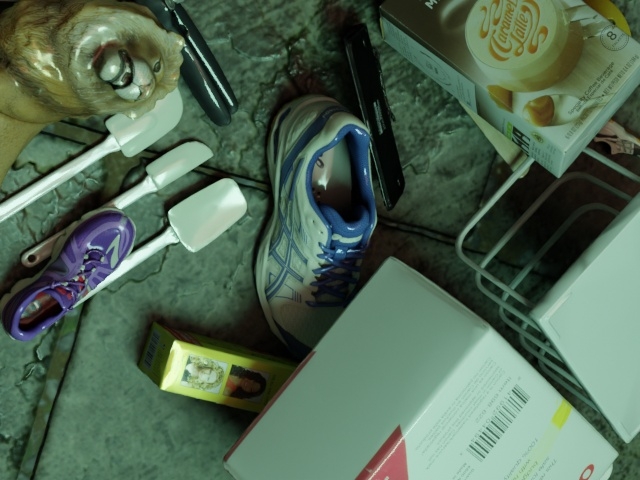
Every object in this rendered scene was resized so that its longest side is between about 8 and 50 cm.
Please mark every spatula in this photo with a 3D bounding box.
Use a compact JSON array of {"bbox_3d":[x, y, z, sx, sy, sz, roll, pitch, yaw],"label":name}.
[{"bbox_3d":[-0.209,-0.032,1.543,0.242,0.019,0.168,-34,114,-12],"label":"spatula"}]

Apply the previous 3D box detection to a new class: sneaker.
[{"bbox_3d":[0.000,0.000,1.576,0.111,0.131,0.297,-10,107,-22],"label":"sneaker"},{"bbox_3d":[0.350,-0.113,1.751,0.083,0.032,0.037,31,103,-21],"label":"sneaker"},{"bbox_3d":[-0.247,0.041,1.503,0.170,0.071,0.068,-47,114,-3],"label":"sneaker"}]

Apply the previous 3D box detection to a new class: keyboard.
[{"bbox_3d":[0.049,-0.131,1.594,0.038,0.100,0.192,-8,108,20],"label":"keyboard"}]

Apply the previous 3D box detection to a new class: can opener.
[{"bbox_3d":[-0.139,-0.197,1.520,0.186,0.073,0.059,51,42,-27],"label":"can opener"}]

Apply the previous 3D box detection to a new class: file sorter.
[{"bbox_3d":[0.297,0.048,1.638,0.193,0.173,0.278,-47,136,-6],"label":"file sorter"}]

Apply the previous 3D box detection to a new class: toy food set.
[{"bbox_3d":[0.247,-0.181,1.675,0.128,0.071,0.218,45,81,-1],"label":"toy food set"}]

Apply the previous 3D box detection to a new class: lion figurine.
[{"bbox_3d":[-0.322,-0.099,1.404,0.240,0.142,0.392,19,130,-44],"label":"lion figurine"}]

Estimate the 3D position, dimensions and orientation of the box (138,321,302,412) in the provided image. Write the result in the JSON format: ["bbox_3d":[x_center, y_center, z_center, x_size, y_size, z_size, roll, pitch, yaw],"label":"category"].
[{"bbox_3d":[-0.072,0.149,1.607,0.232,0.087,0.058,16,94,-24],"label":"box"}]

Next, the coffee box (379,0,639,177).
[{"bbox_3d":[0.197,-0.202,1.555,0.246,0.098,0.141,39,83,13],"label":"coffee box"}]

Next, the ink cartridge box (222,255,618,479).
[{"bbox_3d":[0.119,0.235,1.592,0.279,0.160,0.384,-51,139,-4],"label":"ink cartridge box"}]
